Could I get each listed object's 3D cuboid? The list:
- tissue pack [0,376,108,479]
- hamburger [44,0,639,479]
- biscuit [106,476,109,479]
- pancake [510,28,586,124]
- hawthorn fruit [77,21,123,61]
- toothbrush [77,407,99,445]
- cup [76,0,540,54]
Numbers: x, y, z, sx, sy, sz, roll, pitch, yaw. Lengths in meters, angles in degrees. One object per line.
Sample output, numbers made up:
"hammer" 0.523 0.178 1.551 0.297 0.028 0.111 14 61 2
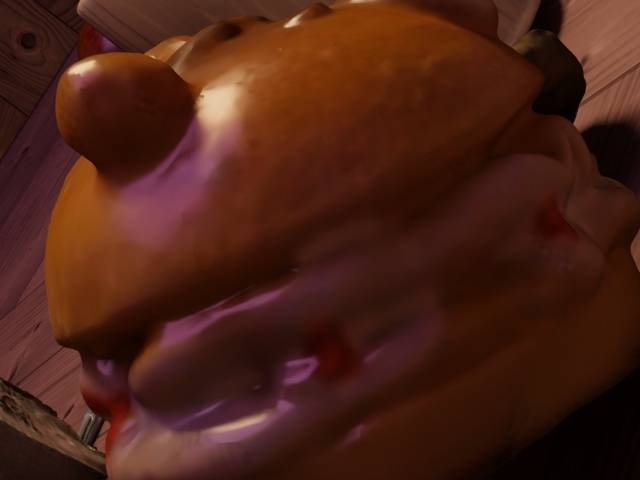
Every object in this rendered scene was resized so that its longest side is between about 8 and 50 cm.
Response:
"tissue pack" -0.360 0.263 1.438 0.394 0.288 0.124 -49 58 -1
"hamburger" 0.000 0.000 0.876 0.276 0.237 0.276 -29 3 2
"biscuit" -0.075 0.113 1.374 0.202 0.044 0.288 -59 14 -24
"pancake" 0.061 -0.021 1.099 0.242 0.050 0.242 -37 -15 -12
"hawthorn fruit" -0.113 -0.185 1.923 0.248 0.208 0.208 9 60 47
"toothbrush" -0.200 0.156 1.710 0.016 0.019 0.219 -15 35 28
"cup" 0.010 -0.190 1.362 0.288 0.273 0.208 -57 8 -11
